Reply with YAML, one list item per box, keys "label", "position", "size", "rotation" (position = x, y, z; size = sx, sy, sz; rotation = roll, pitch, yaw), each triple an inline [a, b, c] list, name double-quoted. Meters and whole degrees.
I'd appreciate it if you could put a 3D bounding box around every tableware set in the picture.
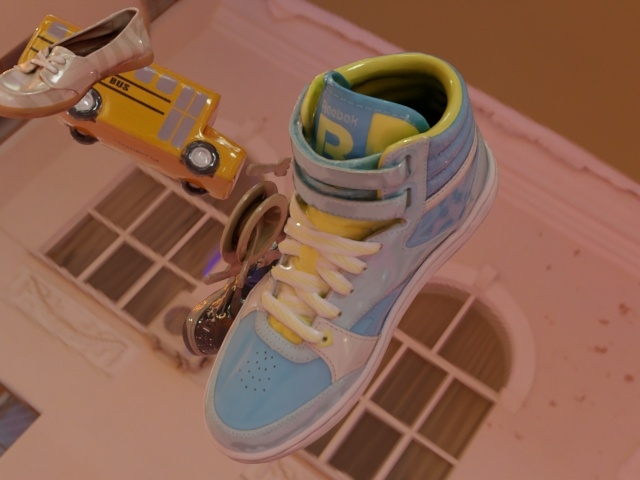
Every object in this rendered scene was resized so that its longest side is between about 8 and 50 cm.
- label: "tableware set"
  position: [-0.032, -0.017, 0.823]
  size: [0.039, 0.194, 0.128]
  rotation: [30, -70, 18]

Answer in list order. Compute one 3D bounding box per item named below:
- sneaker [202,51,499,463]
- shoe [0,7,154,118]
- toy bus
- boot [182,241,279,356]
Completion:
- label: "sneaker"
  position: [0.000, 0.000, 0.592]
  size: [0.127, 0.319, 0.208]
  rotation: [30, -13, 27]
- label: "shoe"
  position: [-0.257, -0.187, 0.872]
  size: [0.076, 0.219, 0.058]
  rotation: [24, -52, 20]
- label: "toy bus"
  position: [-0.260, -0.183, 1.206]
  size: [0.332, 0.130, 0.108]
  rotation: [25, -18, -4]
- label: "boot"
  position: [-0.049, 0.072, 1.104]
  size: [0.178, 0.236, 0.085]
  rotation: [-2, -58, 43]
